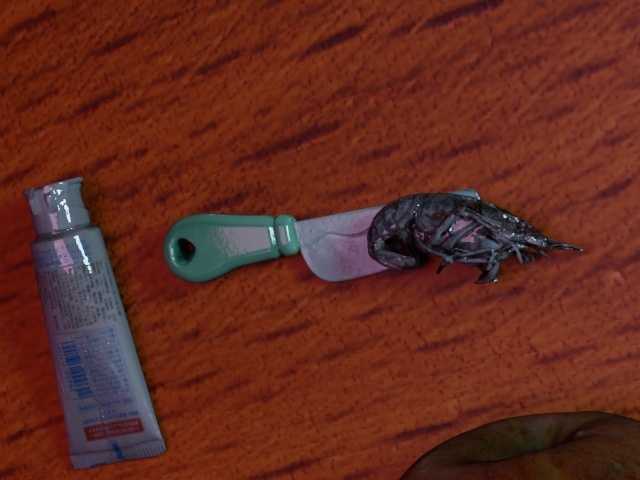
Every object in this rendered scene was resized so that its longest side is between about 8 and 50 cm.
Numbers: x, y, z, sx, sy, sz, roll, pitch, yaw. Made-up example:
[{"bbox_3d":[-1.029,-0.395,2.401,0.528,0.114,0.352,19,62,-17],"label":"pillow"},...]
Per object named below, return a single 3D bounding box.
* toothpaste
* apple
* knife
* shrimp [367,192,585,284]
[{"bbox_3d":[-0.191,0.068,1.604,0.089,0.057,0.234,-12,91,24],"label":"toothpaste"},{"bbox_3d":[0.163,0.240,1.356,0.253,0.253,0.253,0,89,23],"label":"apple"},{"bbox_3d":[0.000,0.002,1.535,0.260,0.034,0.063,-5,90,19],"label":"knife"},{"bbox_3d":[0.114,0.001,1.471,0.165,0.056,0.065,12,91,22],"label":"shrimp"}]
